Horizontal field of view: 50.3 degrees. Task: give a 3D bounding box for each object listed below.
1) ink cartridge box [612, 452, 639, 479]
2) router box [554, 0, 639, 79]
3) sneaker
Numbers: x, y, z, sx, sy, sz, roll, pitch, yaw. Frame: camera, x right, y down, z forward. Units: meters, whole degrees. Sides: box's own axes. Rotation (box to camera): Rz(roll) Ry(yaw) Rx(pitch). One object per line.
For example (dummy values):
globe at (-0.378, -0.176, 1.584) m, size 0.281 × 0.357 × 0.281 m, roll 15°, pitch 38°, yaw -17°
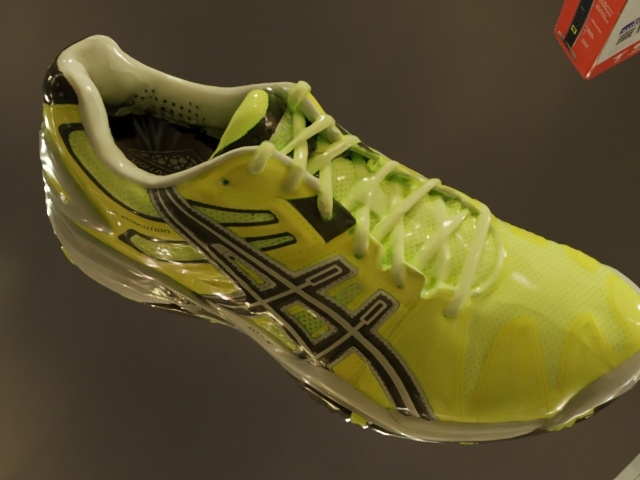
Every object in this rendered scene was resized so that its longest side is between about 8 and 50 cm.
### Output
ink cartridge box at (0.420, 0.316, 0.600) m, size 0.309 × 0.272 × 0.130 m, roll 29°, pitch -54°, yaw 11°
router box at (0.435, -0.341, 0.713) m, size 0.335 × 0.301 × 0.082 m, roll -28°, pitch -104°, yaw 3°
sneaker at (0.000, 0.000, 0.390) m, size 0.384 × 0.145 × 0.147 m, roll 16°, pitch -34°, yaw 9°
